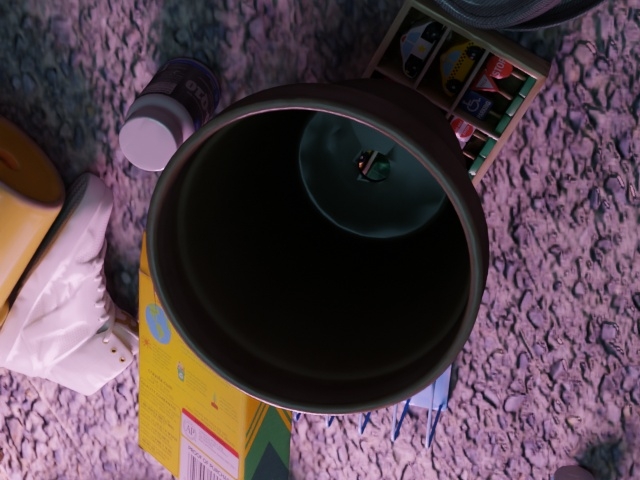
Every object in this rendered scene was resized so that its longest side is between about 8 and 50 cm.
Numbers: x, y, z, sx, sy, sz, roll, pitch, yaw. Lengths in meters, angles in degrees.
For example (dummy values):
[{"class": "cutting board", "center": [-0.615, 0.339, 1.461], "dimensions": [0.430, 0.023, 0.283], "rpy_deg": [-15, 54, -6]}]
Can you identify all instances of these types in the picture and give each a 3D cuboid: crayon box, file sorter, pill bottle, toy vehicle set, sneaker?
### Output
[{"class": "crayon box", "center": [-0.123, 0.152, 1.948], "dimensions": [0.202, 0.081, 0.319], "rpy_deg": [34, 134, 37]}, {"class": "file sorter", "center": [0.060, 0.158, 1.937], "dimensions": [0.170, 0.104, 0.118], "rpy_deg": [11, 123, 11]}, {"class": "pill bottle", "center": [-0.163, -0.135, 1.803], "dimensions": [0.078, 0.137, 0.078], "rpy_deg": [8, 123, 12]}, {"class": "toy vehicle set", "center": [0.109, -0.122, 1.789], "dimensions": [0.166, 0.035, 0.267], "rpy_deg": [29, 125, -2]}, {"class": "sneaker", "center": [-0.269, 0.059, 1.991], "dimensions": [0.169, 0.108, 0.292], "rpy_deg": [23, 122, -15]}]

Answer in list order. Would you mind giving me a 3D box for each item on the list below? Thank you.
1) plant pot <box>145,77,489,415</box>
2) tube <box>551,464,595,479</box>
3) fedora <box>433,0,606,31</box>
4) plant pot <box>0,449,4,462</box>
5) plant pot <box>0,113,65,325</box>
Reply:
[{"class": "plant pot", "center": [0.027, -0.031, 1.664], "dimensions": [0.323, 0.280, 0.323], "rpy_deg": [7, 115, 15]}, {"class": "tube", "center": [0.284, 0.361, 2.031], "dimensions": [0.080, 0.052, 0.207], "rpy_deg": [20, 130, 10]}, {"class": "fedora", "center": [0.193, -0.301, 1.598], "dimensions": [0.275, 0.124, 0.244], "rpy_deg": [-27, 110, 29]}, {"class": "plant pot", "center": [-0.478, 0.303, 2.198], "dimensions": [0.109, 0.109, 0.096], "rpy_deg": [42, 110, -10]}, {"class": "plant pot", "center": [-0.426, -0.018, 1.909], "dimensions": [0.254, 0.254, 0.239], "rpy_deg": [43, 107, -12]}]
